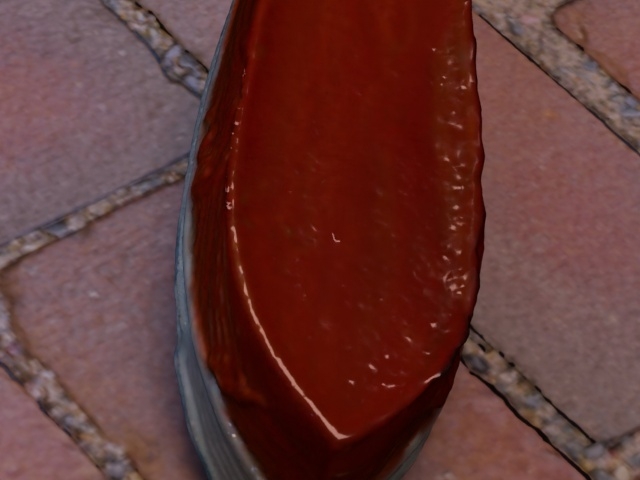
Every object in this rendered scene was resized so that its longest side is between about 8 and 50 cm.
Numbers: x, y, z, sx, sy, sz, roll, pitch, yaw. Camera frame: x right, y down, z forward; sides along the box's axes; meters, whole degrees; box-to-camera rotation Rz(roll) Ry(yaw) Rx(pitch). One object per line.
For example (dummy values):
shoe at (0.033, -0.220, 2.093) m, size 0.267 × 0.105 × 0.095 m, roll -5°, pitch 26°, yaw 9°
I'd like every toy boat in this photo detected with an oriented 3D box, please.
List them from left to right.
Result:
toy boat at (0.000, 0.000, 0.933) m, size 0.145 × 0.133 × 0.332 m, roll 12°, pitch 56°, yaw -11°
